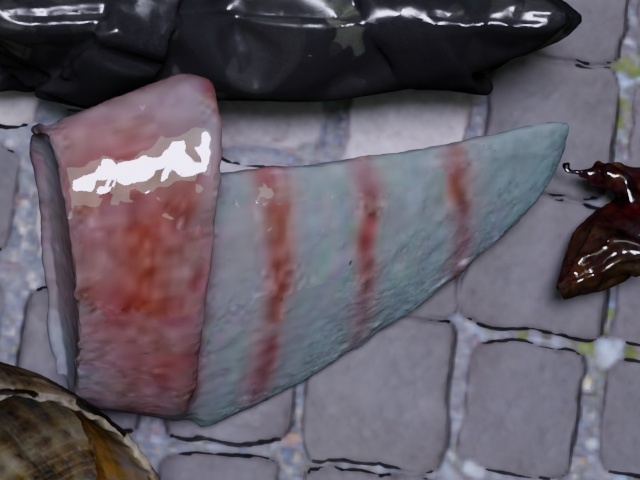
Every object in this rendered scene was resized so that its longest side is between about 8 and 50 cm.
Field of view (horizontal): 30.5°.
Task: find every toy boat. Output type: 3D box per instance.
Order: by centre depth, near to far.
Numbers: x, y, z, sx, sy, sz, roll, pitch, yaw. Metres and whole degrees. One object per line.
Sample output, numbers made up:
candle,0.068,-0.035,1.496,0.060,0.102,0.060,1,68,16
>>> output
toy boat,0.000,0.000,0.616,0.282,0.096,0.206,-12,122,-20

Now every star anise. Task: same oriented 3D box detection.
star anise,0.228,-0.010,0.664,0.212,0.053,0.157,-33,85,-10

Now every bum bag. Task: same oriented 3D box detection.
bum bag,-0.030,-0.115,0.612,0.341,0.144,0.095,0,93,-5

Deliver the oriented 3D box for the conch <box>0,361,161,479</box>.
conch,-0.207,0.147,0.562,0.291,0.159,0.210,19,89,-41
